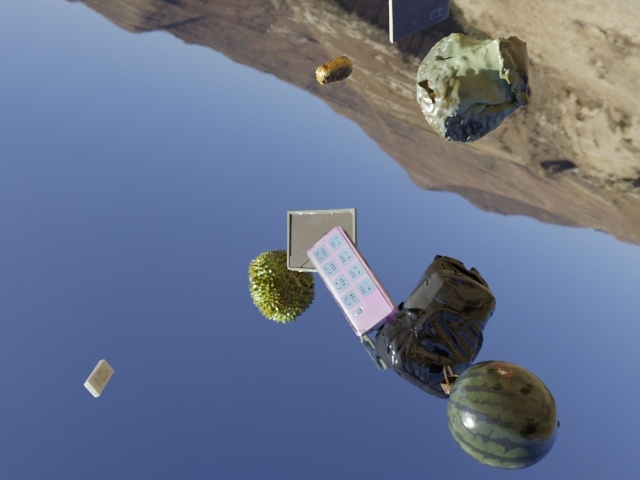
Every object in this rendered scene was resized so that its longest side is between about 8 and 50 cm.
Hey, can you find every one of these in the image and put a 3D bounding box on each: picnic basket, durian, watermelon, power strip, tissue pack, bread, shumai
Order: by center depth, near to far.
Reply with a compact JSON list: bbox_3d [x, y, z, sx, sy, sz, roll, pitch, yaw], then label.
[{"bbox_3d":[0.250,-0.246,0.875,0.184,0.184,0.142,14,160,-27],"label":"shumai"},{"bbox_3d":[0.356,0.341,1.094,0.212,0.212,0.212,21,-162,-7],"label":"watermelon"},{"bbox_3d":[0.071,0.092,1.306,0.279,0.109,0.037,57,-166,29],"label":"power strip"},{"bbox_3d":[0.040,-0.485,1.599,0.083,0.110,0.044,66,-178,-78],"label":"bread"},{"bbox_3d":[-0.653,0.406,1.650,0.056,0.023,0.108,60,-162,-21],"label":"tissue pack"},{"bbox_3d":[0.398,0.425,1.721,0.083,0.072,0.072,69,-157,-2],"label":"picnic basket"},{"bbox_3d":[-0.131,0.160,1.970,0.224,0.291,0.291,-3,-165,11],"label":"durian"}]

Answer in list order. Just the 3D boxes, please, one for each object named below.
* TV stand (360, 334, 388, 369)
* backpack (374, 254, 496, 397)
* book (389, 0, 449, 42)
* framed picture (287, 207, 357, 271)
[{"bbox_3d":[0.183,0.376,1.963,0.249,0.042,0.036,58,-169,-37],"label":"TV stand"},{"bbox_3d":[0.406,0.279,1.896,0.363,0.446,0.255,33,-179,-16],"label":"backpack"},{"bbox_3d":[0.307,-0.774,1.713,0.021,0.216,0.310,60,173,29],"label":"book"},{"bbox_3d":[0.000,0.000,1.665,0.259,0.189,0.023,-1,-179,38],"label":"framed picture"}]
